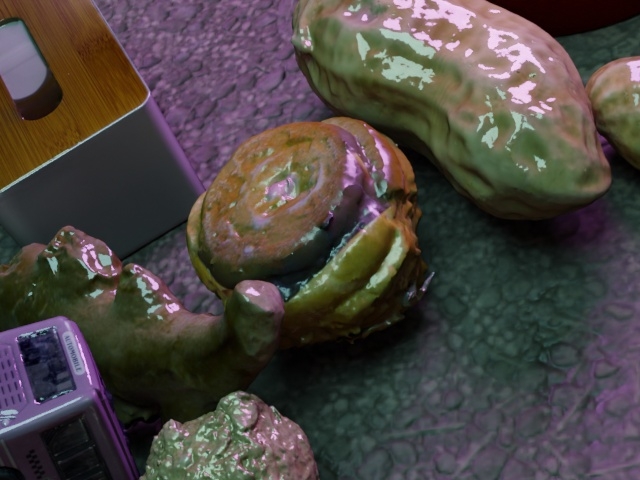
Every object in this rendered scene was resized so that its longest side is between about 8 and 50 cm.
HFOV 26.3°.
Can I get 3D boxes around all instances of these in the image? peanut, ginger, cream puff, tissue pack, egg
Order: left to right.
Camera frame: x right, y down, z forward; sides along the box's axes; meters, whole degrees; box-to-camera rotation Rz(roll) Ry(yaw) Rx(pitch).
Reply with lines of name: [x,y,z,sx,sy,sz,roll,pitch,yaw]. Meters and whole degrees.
tissue pack: [-0.223,-0.103,1.168,0.159,0.136,0.246,-33,48,-4]
ginger: [-0.150,0.078,1.002,0.333,0.166,0.080,10,25,34]
egg: [-0.060,0.170,0.896,0.116,0.118,0.140,30,91,55]
cream puff: [0.000,0.000,0.997,0.189,0.129,0.189,-20,47,24]
peanut: [0.094,-0.119,1.039,0.325,0.153,0.140,43,118,42]
peanut: [0.279,-0.082,0.978,0.193,0.089,0.089,11,59,30]

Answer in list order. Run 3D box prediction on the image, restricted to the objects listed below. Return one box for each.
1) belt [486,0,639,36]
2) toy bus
belt: [0.246,-0.309,1.152,0.324,0.115,0.227,-35,51,-4]
toy bus: [-0.177,0.147,0.913,0.108,0.199,0.096,-21,48,-9]
